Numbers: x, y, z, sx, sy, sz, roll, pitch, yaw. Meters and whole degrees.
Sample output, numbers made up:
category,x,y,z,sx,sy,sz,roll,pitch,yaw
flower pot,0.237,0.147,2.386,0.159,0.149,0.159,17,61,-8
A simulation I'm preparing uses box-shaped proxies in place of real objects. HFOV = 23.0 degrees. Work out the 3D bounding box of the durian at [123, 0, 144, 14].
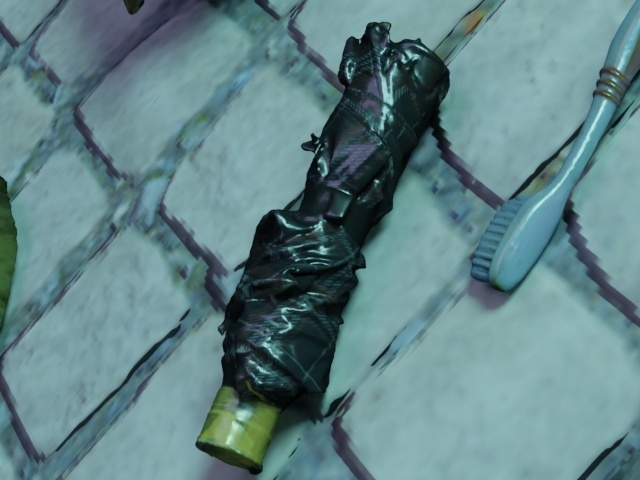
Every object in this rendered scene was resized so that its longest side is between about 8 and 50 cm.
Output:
category,x,y,z,sx,sy,sz,roll,pitch,yaw
durian,-0.039,-0.163,0.612,0.148,0.091,0.189,-19,49,52

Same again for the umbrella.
category,x,y,z,sx,sy,sz,roll,pitch,yaw
umbrella,0.000,0.000,0.473,0.037,0.040,0.144,8,66,39

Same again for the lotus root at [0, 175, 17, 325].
category,x,y,z,sx,sy,sz,roll,pitch,yaw
lotus root,-0.210,0.035,0.629,0.183,0.078,0.204,-20,48,35

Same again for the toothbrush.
category,x,y,z,sx,sy,sz,roll,pitch,yaw
toothbrush,0.096,-0.068,0.453,0.193,0.013,0.019,-58,29,-10
